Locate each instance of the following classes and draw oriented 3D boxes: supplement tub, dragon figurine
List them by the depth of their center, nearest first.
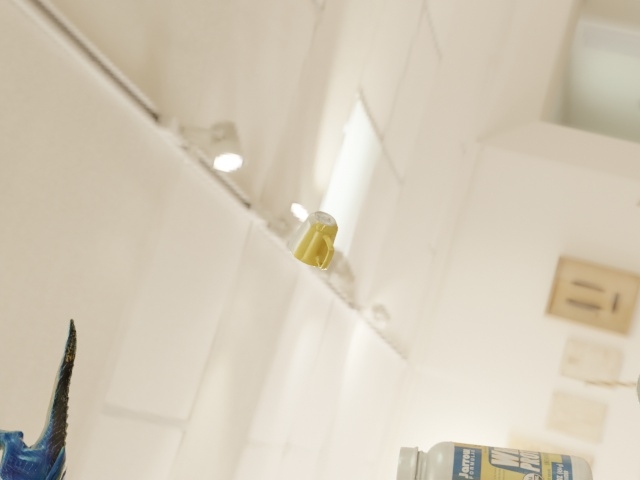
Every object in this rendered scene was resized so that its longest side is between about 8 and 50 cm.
[{"bbox_3d":[-0.224,0.210,0.879,0.289,0.144,0.085,-59,-42,-25],"label":"dragon figurine"},{"bbox_3d":[0.177,0.288,1.165,0.144,0.199,0.144,5,-90,-84],"label":"supplement tub"}]

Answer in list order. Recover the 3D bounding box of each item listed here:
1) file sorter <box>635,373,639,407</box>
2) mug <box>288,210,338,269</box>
[{"bbox_3d":[0.386,0.195,0.961,0.278,0.173,0.193,51,-161,-62],"label":"file sorter"},{"bbox_3d":[0.000,-0.002,1.568,0.062,0.078,0.064,-23,-35,-52],"label":"mug"}]
